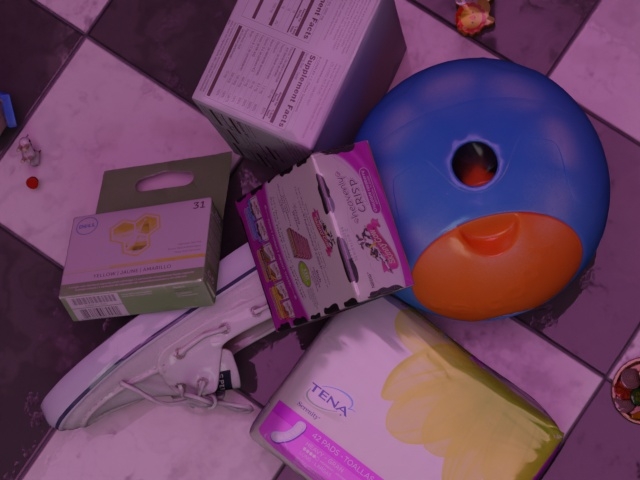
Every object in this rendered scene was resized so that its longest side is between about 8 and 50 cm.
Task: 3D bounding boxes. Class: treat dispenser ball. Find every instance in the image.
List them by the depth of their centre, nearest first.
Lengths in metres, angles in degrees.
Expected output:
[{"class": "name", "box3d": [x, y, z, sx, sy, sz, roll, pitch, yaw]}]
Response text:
[{"class": "treat dispenser ball", "box3d": [0.169, -0.055, 1.802, 0.288, 0.288, 0.288, -1, 81, 7]}]

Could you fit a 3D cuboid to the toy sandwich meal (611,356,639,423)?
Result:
[{"class": "toy sandwich meal", "box3d": [0.371, 0.169, 1.872, 0.085, 0.029, 0.085, -1, 81, 7]}]

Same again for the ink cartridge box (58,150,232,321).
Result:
[{"class": "ink cartridge box", "box3d": [-0.195, -0.020, 1.889, 0.171, 0.056, 0.235, -8, 50, 13]}]

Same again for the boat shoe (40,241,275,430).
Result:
[{"class": "boat shoe", "box3d": [-0.134, 0.138, 1.895, 0.367, 0.136, 0.156, -34, 82, -9]}]

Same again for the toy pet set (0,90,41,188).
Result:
[{"class": "toy pet set", "box3d": [-0.402, -0.119, 2.007, 0.122, 0.065, 0.114, -6, 115, 9]}]

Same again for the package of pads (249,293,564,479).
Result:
[{"class": "package of pads", "box3d": [0.100, 0.213, 1.861, 0.296, 0.101, 0.229, 36, 87, 10]}]

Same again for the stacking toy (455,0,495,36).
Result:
[{"class": "stacking toy", "box3d": [0.173, -0.363, 1.911, 0.052, 0.167, 0.221, -1, 82, 7]}]

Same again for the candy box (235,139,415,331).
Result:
[{"class": "candy box", "box3d": [0.000, 0.000, 1.756, 0.071, 0.233, 0.159, -17, 87, -24]}]

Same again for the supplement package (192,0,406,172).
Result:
[{"class": "supplement package", "box3d": [-0.015, -0.190, 1.856, 0.145, 0.262, 0.204, 24, 84, 10]}]
